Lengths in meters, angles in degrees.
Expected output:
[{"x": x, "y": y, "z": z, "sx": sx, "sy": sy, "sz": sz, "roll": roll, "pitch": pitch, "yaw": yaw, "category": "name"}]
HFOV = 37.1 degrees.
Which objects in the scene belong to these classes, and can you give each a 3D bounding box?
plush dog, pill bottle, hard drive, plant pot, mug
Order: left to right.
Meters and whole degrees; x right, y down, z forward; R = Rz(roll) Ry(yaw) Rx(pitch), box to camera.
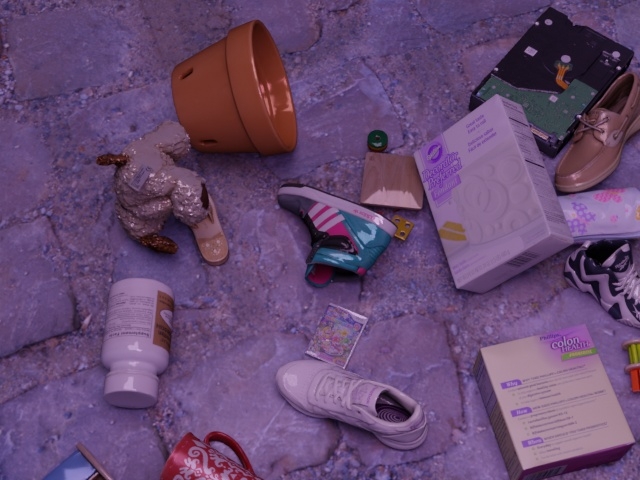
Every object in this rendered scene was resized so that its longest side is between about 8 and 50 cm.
[{"x": -0.355, "y": 0.199, "z": 1.847, "sx": 0.131, "sy": 0.131, "sz": 0.229, "roll": 0, "pitch": 61, "yaw": 1, "category": "pill bottle"}, {"x": -0.361, "y": -0.093, "z": 1.963, "sx": 0.211, "sy": 0.225, "sz": 0.262, "roll": -6, "pitch": 49, "yaw": -24, "category": "plush dog"}, {"x": -0.183, "y": 0.422, "z": 1.733, "sx": 0.169, "sy": 0.113, "sz": 0.150, "roll": 27, "pitch": 66, "yaw": 11, "category": "mug"}, {"x": -0.191, "y": -0.311, "z": 2.068, "sx": 0.204, "sy": 0.291, "sz": 0.290, "roll": -12, "pitch": 60, "yaw": 13, "category": "plant pot"}, {"x": 0.531, "y": -0.367, "z": 2.194, "sx": 0.237, "sy": 0.064, "sz": 0.339, "roll": 34, "pitch": 65, "yaw": 18, "category": "hard drive"}]

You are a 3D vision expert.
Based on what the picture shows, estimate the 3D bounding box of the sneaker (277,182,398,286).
[{"x": 0.000, "y": 0.000, "z": 1.967, "sx": 0.296, "sy": 0.124, "sz": 0.178, "roll": 21, "pitch": 78, "yaw": 36, "category": "sneaker"}]

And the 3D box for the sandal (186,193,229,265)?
[{"x": -0.260, "y": -0.061, "z": 2.023, "sx": 0.088, "sy": 0.079, "sz": 0.240, "roll": -24, "pitch": 63, "yaw": -12, "category": "sandal"}]

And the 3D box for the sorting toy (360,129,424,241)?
[{"x": 0.156, "y": -0.112, "z": 2.064, "sx": 0.132, "sy": 0.046, "sz": 0.274, "roll": 6, "pitch": 60, "yaw": 4, "category": "sorting toy"}]

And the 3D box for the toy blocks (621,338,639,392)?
[{"x": 0.650, "y": 0.267, "z": 1.837, "sx": 0.123, "sy": 0.054, "sz": 0.148, "roll": 0, "pitch": 61, "yaw": 0, "category": "toy blocks"}]

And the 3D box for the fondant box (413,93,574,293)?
[{"x": 0.342, "y": -0.091, "z": 1.933, "sx": 0.096, "sy": 0.238, "sz": 0.330, "roll": 14, "pitch": 52, "yaw": -43, "category": "fondant box"}]

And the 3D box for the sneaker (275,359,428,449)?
[{"x": 0.060, "y": 0.283, "z": 1.782, "sx": 0.305, "sy": 0.152, "sz": 0.114, "roll": 18, "pitch": 64, "yaw": 13, "category": "sneaker"}]

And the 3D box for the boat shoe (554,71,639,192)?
[{"x": 0.600, "y": -0.235, "z": 2.069, "sx": 0.122, "sy": 0.110, "sz": 0.341, "roll": 7, "pitch": 46, "yaw": 46, "category": "boat shoe"}]

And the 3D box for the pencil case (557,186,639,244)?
[{"x": 0.536, "y": -0.041, "z": 1.977, "sx": 0.273, "sy": 0.113, "sz": 0.124, "roll": -8, "pitch": 34, "yaw": -5, "category": "pencil case"}]

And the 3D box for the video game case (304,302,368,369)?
[{"x": 0.033, "y": 0.192, "z": 1.914, "sx": 0.087, "sy": 0.011, "sz": 0.122, "roll": 21, "pitch": 63, "yaw": 13, "category": "video game case"}]

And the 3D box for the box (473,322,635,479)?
[{"x": 0.428, "y": 0.306, "z": 1.783, "sx": 0.214, "sy": 0.117, "sz": 0.242, "roll": -13, "pitch": 62, "yaw": -6, "category": "box"}]

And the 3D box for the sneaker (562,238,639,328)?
[{"x": 0.602, "y": 0.076, "z": 1.889, "sx": 0.235, "sy": 0.153, "sz": 0.094, "roll": 39, "pitch": 70, "yaw": 21, "category": "sneaker"}]

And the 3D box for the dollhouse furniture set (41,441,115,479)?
[{"x": -0.439, "y": 0.453, "z": 1.607, "sx": 0.286, "sy": 0.303, "sz": 0.198, "roll": 41, "pitch": 69, "yaw": 21, "category": "dollhouse furniture set"}]
